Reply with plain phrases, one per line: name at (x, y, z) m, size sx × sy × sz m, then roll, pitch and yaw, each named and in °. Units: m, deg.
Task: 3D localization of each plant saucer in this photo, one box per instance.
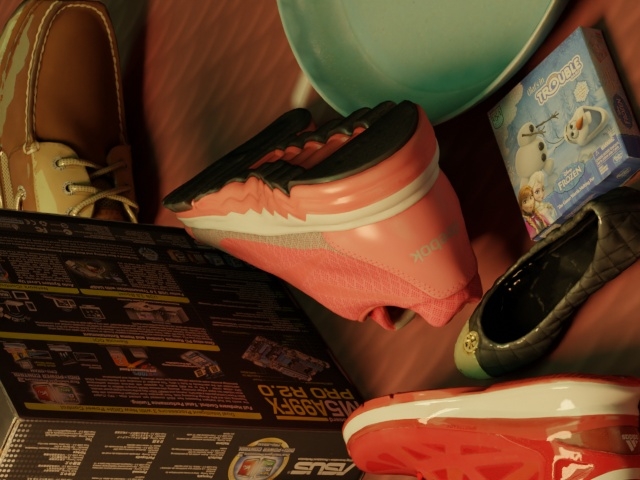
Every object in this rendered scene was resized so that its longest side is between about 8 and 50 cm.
plant saucer at (0.075, -0.222, 1.226) m, size 0.317 × 0.044 × 0.317 m, roll -10°, pitch 77°, yaw 54°

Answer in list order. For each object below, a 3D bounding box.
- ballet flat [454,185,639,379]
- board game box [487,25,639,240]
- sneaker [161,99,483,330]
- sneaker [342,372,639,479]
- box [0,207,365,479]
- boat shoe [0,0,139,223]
ballet flat at (0.124, 0.023, 1.123) m, size 0.173 × 0.049 × 0.057 m, roll -48°, pitch 49°, yaw 40°
board game box at (0.140, -0.060, 1.136) m, size 0.090 × 0.020 × 0.090 m, roll -45°, pitch 51°, yaw 42°
sneaker at (0.000, 0.000, 1.247) m, size 0.136 × 0.116 × 0.314 m, roll 59°, pitch 162°, yaw -13°
sneaker at (0.092, 0.148, 1.125) m, size 0.221 × 0.087 × 0.128 m, roll -18°, pitch 70°, yaw 53°
box at (-0.121, 0.070, 1.270) m, size 0.216 × 0.270 × 0.060 m, roll 54°, pitch 127°, yaw 41°
boat shoe at (-0.184, -0.020, 1.511) m, size 0.120 × 0.123 × 0.324 m, roll 17°, pitch 108°, yaw 48°
